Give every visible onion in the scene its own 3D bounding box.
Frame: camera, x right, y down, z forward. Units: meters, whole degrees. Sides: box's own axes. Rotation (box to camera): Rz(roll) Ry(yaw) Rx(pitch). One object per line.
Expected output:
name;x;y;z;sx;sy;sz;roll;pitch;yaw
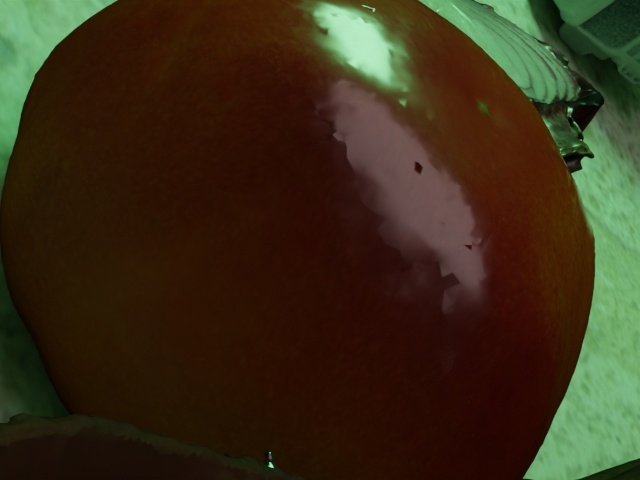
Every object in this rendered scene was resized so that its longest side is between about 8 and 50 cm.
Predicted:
onion;0.063;-0.059;0.975;0.206;0.098;0.151;5;37;-53

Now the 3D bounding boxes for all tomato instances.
tomato;0.002;-0.001;0.762;0.260;0.180;0.260;38;33;-30

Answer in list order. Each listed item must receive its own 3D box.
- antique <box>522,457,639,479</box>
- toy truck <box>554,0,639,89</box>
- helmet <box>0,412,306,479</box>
antique;0.125;0.156;0.848;0.257;0.143;0.121;2;64;-53
toy truck;0.230;-0.271;1.375;0.175;0.146;0.367;29;38;-30
helmet;-0.076;0.229;0.395;0.337;0.230;0.385;60;22;-2
